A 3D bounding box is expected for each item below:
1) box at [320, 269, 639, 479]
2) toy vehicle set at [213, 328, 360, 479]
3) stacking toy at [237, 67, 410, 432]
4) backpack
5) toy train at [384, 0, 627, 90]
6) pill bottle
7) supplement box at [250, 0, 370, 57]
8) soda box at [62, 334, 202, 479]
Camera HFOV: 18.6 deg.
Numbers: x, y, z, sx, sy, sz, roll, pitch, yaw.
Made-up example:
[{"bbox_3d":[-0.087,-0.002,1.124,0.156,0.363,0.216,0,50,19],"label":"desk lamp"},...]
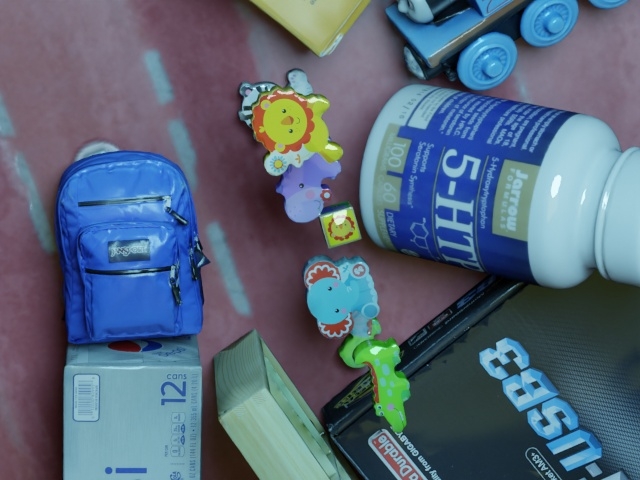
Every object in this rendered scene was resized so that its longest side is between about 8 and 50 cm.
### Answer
[{"bbox_3d":[0.203,0.140,1.324,0.293,0.073,0.295,-38,100,2],"label":"box"},{"bbox_3d":[0.019,0.190,1.267,0.035,0.166,0.267,-33,102,2],"label":"toy vehicle set"},{"bbox_3d":[0.000,0.000,1.231,0.052,0.167,0.221,-17,102,-2],"label":"stacking toy"},{"bbox_3d":[-0.120,0.003,1.257,0.098,0.101,0.120,-4,97,-11],"label":"backpack"},{"bbox_3d":[0.124,-0.176,1.240,0.184,0.080,0.105,-33,134,-1],"label":"toy train"},{"bbox_3d":[0.129,-0.030,1.224,0.186,0.112,0.112,13,101,28],"label":"pill bottle"},{"bbox_3d":[-0.067,-0.216,1.233,0.233,0.080,0.078,37,96,-8],"label":"supplement box"},{"bbox_3d":[-0.126,0.209,1.293,0.091,0.098,0.286,1,101,-6],"label":"soda box"}]
